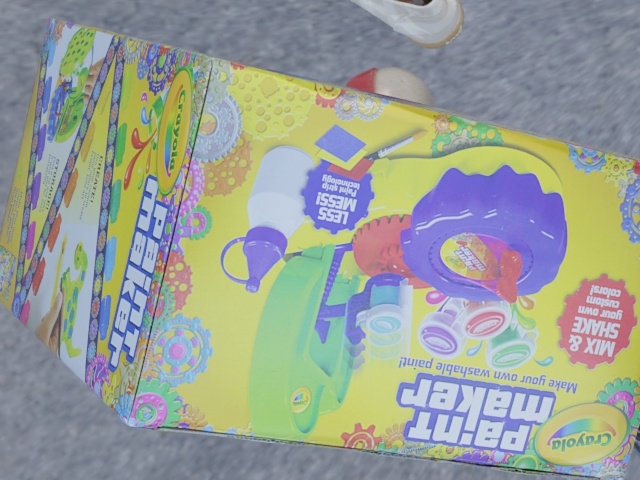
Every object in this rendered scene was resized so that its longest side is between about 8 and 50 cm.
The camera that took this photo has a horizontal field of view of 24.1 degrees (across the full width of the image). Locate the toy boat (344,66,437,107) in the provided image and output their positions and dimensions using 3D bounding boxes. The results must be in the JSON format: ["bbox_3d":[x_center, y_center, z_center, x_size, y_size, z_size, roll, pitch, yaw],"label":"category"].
[{"bbox_3d":[0.035,-0.027,1.181,0.151,0.231,0.151,-12,64,13],"label":"toy boat"}]

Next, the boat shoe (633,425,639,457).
[{"bbox_3d":[0.381,0.188,1.343,0.186,0.500,0.156,4,92,-28],"label":"boat shoe"}]

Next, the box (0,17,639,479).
[{"bbox_3d":[0.000,0.000,0.849,0.289,0.279,0.177,11,97,-28],"label":"box"}]

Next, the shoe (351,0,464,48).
[{"bbox_3d":[0.033,-0.244,1.275,0.219,0.058,0.076,40,96,26],"label":"shoe"}]
